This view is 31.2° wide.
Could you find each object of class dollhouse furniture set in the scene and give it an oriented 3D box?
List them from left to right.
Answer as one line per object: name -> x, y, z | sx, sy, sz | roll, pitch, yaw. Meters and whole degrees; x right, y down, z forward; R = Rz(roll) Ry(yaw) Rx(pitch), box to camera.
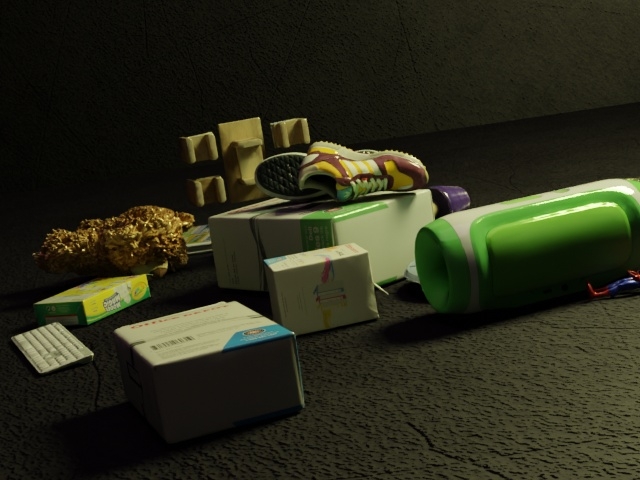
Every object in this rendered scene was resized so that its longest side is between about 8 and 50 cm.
dollhouse furniture set -> -0.128, -0.091, 2.014 | 0.212, 0.242, 0.161 | -12, 10, -15

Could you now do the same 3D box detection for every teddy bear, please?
teddy bear -> -0.350, 0.025, 1.960 | 0.338, 0.113, 0.245 | -7, -15, 33

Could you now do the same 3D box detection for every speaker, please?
speaker -> 0.273, 0.006, 1.424 | 0.297, 0.131, 0.131 | -12, 10, -16

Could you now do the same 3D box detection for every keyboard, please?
keyboard -> -0.372, 0.146, 1.573 | 0.072, 0.014, 0.256 | -13, 10, -21

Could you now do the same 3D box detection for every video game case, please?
video game case -> -0.197, -0.008, 2.245 | 0.193, 0.023, 0.212 | -8, 11, 9

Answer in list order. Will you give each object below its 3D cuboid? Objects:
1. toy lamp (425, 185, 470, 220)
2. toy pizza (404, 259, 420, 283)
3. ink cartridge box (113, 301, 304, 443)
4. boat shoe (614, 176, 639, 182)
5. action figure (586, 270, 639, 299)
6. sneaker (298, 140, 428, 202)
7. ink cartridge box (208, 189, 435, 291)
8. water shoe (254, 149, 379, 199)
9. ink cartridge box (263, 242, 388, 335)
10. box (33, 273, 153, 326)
toy lamp -> 0.145, -0.039, 1.944 | 0.275, 0.080, 0.080 | -18, 13, -38
toy pizza -> 0.215, 0.040, 1.567 | 0.201, 0.032, 0.201 | -9, 11, 2
ink cartridge box -> -0.122, 0.132, 1.205 | 0.148, 0.085, 0.203 | -12, 10, -19
boat shoe -> 0.562, -0.087, 1.776 | 0.109, 0.091, 0.305 | -15, 12, -30
action figure -> 0.379, 0.050, 1.375 | 0.115, 0.030, 0.038 | -6, 5, 8
sneaker -> 0.060, -0.085, 1.650 | 0.186, 0.069, 0.084 | 8, 49, 15
ink cartridge box -> 0.000, 0.000, 1.728 | 0.211, 0.121, 0.289 | -17, 13, -41
water shoe -> 0.003, -0.092, 1.746 | 0.203, 0.073, 0.080 | -3, -11, 5
ink cartridge box -> 0.009, 0.060, 1.477 | 0.143, 0.089, 0.092 | -12, 10, -9
box -> -0.347, 0.090, 1.786 | 0.105, 0.043, 0.179 | -5, 13, 31
